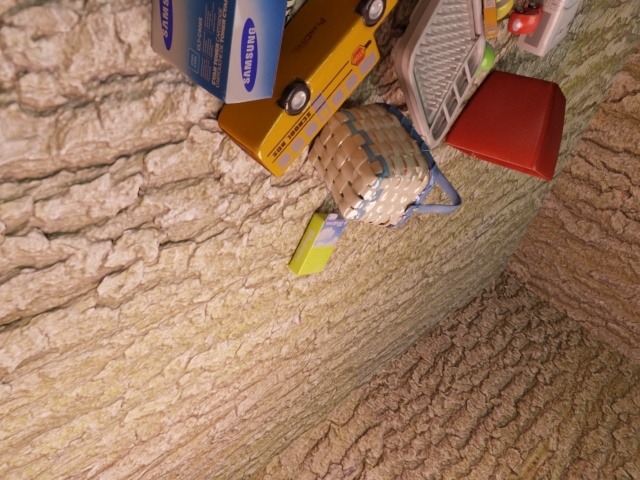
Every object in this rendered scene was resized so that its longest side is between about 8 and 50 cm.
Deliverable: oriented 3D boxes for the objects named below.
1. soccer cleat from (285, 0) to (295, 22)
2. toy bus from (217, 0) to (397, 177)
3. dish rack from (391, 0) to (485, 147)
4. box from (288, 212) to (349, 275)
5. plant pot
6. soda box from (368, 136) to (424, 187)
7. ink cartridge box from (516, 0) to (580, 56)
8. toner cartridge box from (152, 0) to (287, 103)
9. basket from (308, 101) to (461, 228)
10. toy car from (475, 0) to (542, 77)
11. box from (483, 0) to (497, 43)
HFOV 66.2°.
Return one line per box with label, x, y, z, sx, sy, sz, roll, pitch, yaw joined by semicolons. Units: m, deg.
soccer cleat;-0.066;-0.334;0.692;0.179;0.060;0.072;-50;163;13
toy bus;-0.013;-0.271;0.781;0.333;0.108;0.130;-50;153;-1
dish rack;0.246;-0.385;1.023;0.286;0.072;0.333;-60;153;-7
box;0.000;0.000;1.198;0.109;0.042;0.178;-6;129;-54
plant pot;0.559;-0.335;1.413;0.267;0.267;0.236;1;112;-56
soda box;0.165;-0.173;1.206;0.216;0.069;0.074;-51;153;3
ink cartridge box;0.690;-0.704;1.278;0.385;0.091;0.308;-40;153;-26
toner cartridge box;-0.100;-0.341;0.510;0.075;0.165;0.348;-23;141;-39
basket;0.136;-0.158;1.007;0.288;0.255;0.201;-9;147;-34
toy car;0.428;-0.490;1.194;0.239;0.053;0.225;1;131;-41
box;0.367;-0.497;1.063;0.081;0.028;0.136;-54;138;-59
